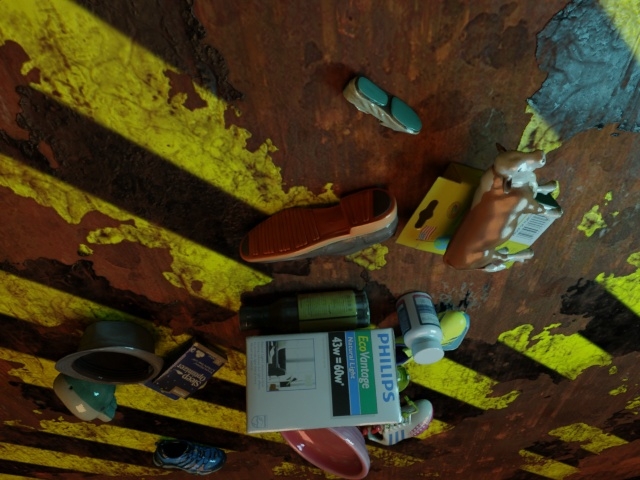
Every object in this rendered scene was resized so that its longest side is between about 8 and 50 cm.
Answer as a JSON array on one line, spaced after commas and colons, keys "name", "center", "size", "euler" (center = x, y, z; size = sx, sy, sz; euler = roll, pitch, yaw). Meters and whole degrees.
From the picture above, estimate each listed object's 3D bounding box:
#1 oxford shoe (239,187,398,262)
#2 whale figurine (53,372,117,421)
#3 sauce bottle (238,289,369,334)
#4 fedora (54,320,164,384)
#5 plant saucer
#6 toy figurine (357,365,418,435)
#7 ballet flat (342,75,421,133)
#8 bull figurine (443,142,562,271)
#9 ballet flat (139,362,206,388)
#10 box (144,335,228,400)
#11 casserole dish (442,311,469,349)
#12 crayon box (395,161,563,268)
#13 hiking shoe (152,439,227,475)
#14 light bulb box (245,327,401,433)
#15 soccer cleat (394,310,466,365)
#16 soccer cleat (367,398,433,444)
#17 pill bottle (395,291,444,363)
[{"name": "oxford shoe", "center": [0.000, 0.000, 0.987], "size": [0.364, 0.129, 0.132], "euler": [-13, 142, 9]}, {"name": "whale figurine", "center": [-0.697, 0.461, 1.363], "size": [0.141, 0.216, 0.272], "euler": [-45, 162, -20]}, {"name": "sauce bottle", "center": [-0.044, 0.196, 1.184], "size": [0.345, 0.111, 0.111], "euler": [-3, 135, -2]}, {"name": "fedora", "center": [-0.573, 0.305, 1.224], "size": [0.244, 0.124, 0.275], "euler": [-31, 138, 26]}, {"name": "plant saucer", "center": [0.015, 0.637, 1.420], "size": [0.332, 0.084, 0.332], "euler": [19, 136, 20]}, {"name": "toy figurine", "center": [0.108, 0.534, 1.436], "size": [0.363, 0.191, 0.217], "euler": [-29, 147, 21]}, {"name": "ballet flat", "center": [0.114, -0.246, 0.815], "size": [0.168, 0.057, 0.052], "euler": [28, 153, -25]}, {"name": "bull figurine", "center": [0.365, -0.054, 0.872], "size": [0.189, 0.101, 0.310], "euler": [9, 132, -16]}, {"name": "ballet flat", "center": [-0.491, 0.439, 1.404], "size": [0.249, 0.086, 0.086], "euler": [19, 130, -24]}, {"name": "box", "center": [-0.412, 0.406, 1.344], "size": [0.225, 0.036, 0.136], "euler": [-43, 124, 5]}, {"name": "casserole dish", "center": [0.403, 0.293, 1.376], "size": [0.114, 0.036, 0.188], "euler": [1, 135, -6]}, {"name": "crayon box", "center": [0.346, -0.054, 0.996], "size": [0.319, 0.081, 0.202], "euler": [12, 132, -18]}, {"name": "hiking shoe", "center": [-0.538, 0.899, 1.821], "size": [0.304, 0.113, 0.132], "euler": [10, 133, -15]}, {"name": "light bulb box", "center": [-0.003, 0.366, 1.181], "size": [0.362, 0.225, 0.358], "euler": [-2, 165, -3]}, {"name": "soccer cleat", "center": [0.303, 0.301, 1.298], "size": [0.289, 0.121, 0.093], "euler": [-37, 83, 33]}, {"name": "soccer cleat", "center": [0.309, 0.729, 1.739], "size": [0.143, 0.116, 0.331], "euler": [18, 130, -22]}, {"name": "pill bottle", "center": [0.277, 0.243, 1.212], "size": [0.108, 0.180, 0.107], "euler": [-3, 135, -3]}]
